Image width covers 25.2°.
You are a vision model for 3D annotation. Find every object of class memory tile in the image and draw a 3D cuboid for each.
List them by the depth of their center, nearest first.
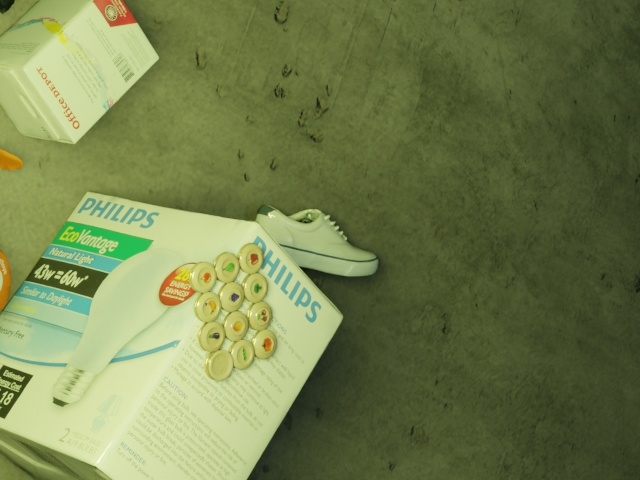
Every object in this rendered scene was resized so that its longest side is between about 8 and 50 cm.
[{"bbox_3d":[-0.103,0.085,1.712,0.113,0.012,0.148,-20,109,-39],"label":"memory tile"}]

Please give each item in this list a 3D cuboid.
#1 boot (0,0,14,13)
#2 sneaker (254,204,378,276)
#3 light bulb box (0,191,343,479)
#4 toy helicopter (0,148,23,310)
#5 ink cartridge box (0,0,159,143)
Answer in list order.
[{"bbox_3d":[-0.336,-0.374,1.745,0.094,0.246,0.207,52,57,-16],"label":"boot"},{"bbox_3d":[0.000,0.000,2.244,0.258,0.094,0.091,11,94,-45],"label":"sneaker"},{"bbox_3d":[-0.231,0.155,1.857,0.225,0.358,0.361,50,62,-39],"label":"light bulb box"},{"bbox_3d":[-0.467,-0.088,1.720,0.355,0.140,0.235,74,23,-44],"label":"toy helicopter"},{"bbox_3d":[-0.329,-0.231,1.851,0.176,0.127,0.128,-50,129,-27],"label":"ink cartridge box"}]
